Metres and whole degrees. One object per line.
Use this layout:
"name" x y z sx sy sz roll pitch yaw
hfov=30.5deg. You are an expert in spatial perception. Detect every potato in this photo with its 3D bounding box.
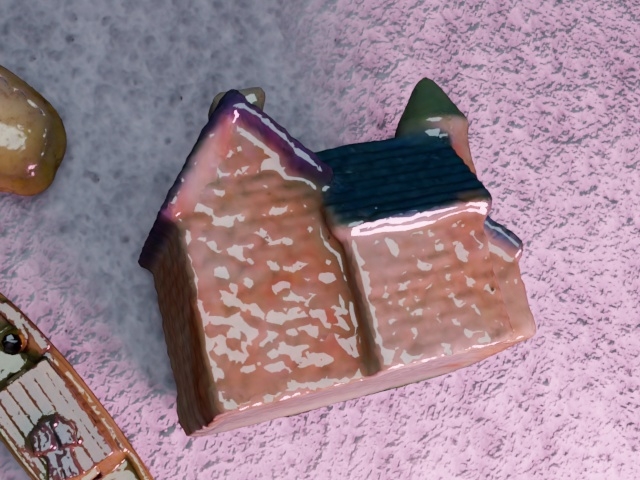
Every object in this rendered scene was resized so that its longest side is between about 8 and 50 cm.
"potato" -0.312 -0.111 1.074 0.170 0.080 0.107 30 86 -4

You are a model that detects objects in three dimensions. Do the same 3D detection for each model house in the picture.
"model house" 0.000 0.000 1.058 0.312 0.245 0.280 -12 78 -14

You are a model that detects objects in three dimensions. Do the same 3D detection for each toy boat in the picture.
"toy boat" -0.242 0.157 1.037 0.089 0.121 0.321 -36 92 -8
